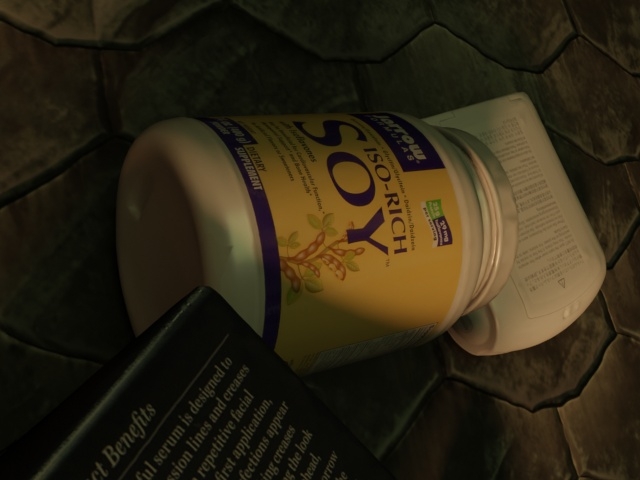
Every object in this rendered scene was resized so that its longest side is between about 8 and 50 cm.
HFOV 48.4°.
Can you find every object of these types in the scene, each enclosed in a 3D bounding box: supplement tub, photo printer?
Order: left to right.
[{"bbox_3d":[0.000,0.000,0.678,0.331,0.241,0.241,-9,77,-34],"label":"supplement tub"},{"bbox_3d":[0.225,-0.020,0.906,0.256,0.107,0.308,-22,85,-35],"label":"photo printer"}]

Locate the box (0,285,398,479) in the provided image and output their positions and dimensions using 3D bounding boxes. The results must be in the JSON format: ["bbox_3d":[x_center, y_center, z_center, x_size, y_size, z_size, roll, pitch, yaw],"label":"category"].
[{"bbox_3d":[-0.068,0.285,0.466,0.395,0.293,0.212,47,32,-7],"label":"box"}]
